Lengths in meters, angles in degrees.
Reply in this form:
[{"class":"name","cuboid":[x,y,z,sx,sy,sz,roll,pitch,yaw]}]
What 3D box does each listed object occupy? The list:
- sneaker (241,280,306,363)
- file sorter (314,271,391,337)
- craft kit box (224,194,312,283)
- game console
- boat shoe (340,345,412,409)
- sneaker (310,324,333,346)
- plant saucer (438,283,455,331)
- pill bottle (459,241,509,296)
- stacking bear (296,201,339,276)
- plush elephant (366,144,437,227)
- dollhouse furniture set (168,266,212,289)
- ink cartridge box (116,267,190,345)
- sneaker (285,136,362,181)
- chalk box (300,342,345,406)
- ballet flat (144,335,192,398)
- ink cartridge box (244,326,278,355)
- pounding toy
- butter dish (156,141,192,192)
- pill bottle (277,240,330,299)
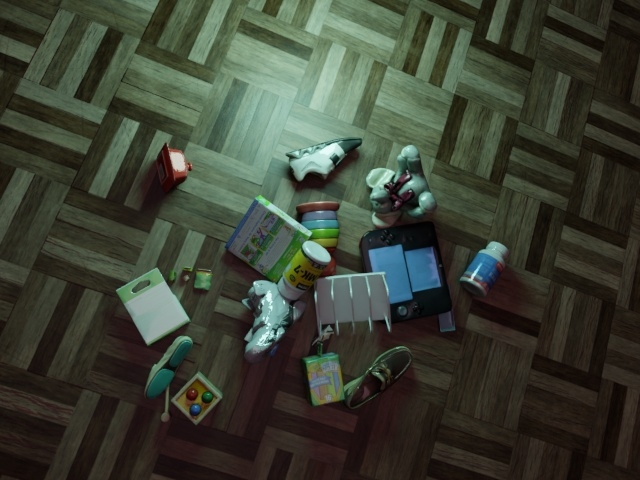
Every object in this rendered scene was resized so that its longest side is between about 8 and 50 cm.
[{"class":"sneaker","cuboid":[-0.213,0.279,1.632,0.210,0.137,0.366,38,33,6]},{"class":"file sorter","cuboid":[0.117,0.245,1.680,0.278,0.173,0.192,-5,105,4]},{"class":"craft kit box","cuboid":[-0.200,-0.001,1.714,0.247,0.061,0.250,37,113,0]},{"class":"game console","cuboid":[0.346,0.130,1.848,0.342,0.060,0.386,-10,84,-7]},{"class":"boat shoe","cuboid":[0.229,0.535,1.739,0.342,0.123,0.123,-30,88,-13]},{"class":"sneaker","cuboid":[0.008,0.381,1.767,0.109,0.040,0.043,-43,100,-10]},{"class":"plant saucer","cuboid":[0.517,0.281,1.886,0.067,0.018,0.192,-4,83,-11]},{"class":"pill bottle","cuboid":[0.692,0.116,1.888,0.124,0.124,0.221,39,77,-2]},{"class":"stacking bear","cuboid":[0.000,0.000,1.770,0.175,0.164,0.289,-4,88,-2]},{"class":"plush elephant","cuboid":[0.303,-0.191,1.814,0.255,0.330,0.271,-18,83,11]},{"class":"dollhouse furniture set","cuboid":[-0.489,0.140,1.705,0.152,0.058,0.076,9,80,-9]},{"class":"ink cartridge box","cuboid":[-0.616,0.245,1.668,0.171,0.056,0.235,-31,85,-14]},{"class":"sneaker","cuboid":[0.027,-0.333,1.857,0.331,0.122,0.146,-20,103,-14]},{"class":"chalk box","cuboid":[0.002,0.496,1.700,0.132,0.132,0.213,-8,83,-12]},{"class":"ballet flat","cuboid":[-0.558,0.452,1.638,0.086,0.086,0.248,37,76,-3]},{"class":"ink cartridge box","cuboid":[-0.223,0.380,1.699,0.122,0.088,0.052,30,79,-4]},{"class":"pounding toy","cuboid":[-0.490,0.576,1.618,0.181,0.094,0.206,45,76,-1]},{"class":"butter dish","cuboid":[-0.551,-0.279,1.730,0.118,0.160,0.160,-11,83,-35]},{"class":"pill bottle","cuboid":[-0.065,0.114,1.672,0.119,0.119,0.208,35,113,-3]}]
